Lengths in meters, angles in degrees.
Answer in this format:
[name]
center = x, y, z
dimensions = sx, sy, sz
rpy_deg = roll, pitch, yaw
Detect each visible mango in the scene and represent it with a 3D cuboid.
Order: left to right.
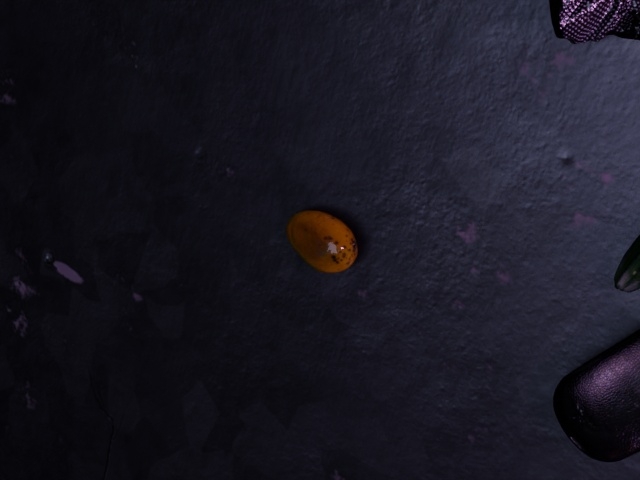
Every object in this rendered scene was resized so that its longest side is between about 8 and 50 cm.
[mango]
center = 0.000, 0.000, 1.482
dimensions = 0.114, 0.057, 0.078
rpy_deg = 27, 120, 32

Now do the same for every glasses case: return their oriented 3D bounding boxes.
[glasses case]
center = 0.401, 0.148, 1.256
dimensions = 0.314, 0.075, 0.122
rpy_deg = -41, 78, 33

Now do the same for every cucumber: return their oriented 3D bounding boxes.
[cucumber]
center = 0.374, 0.019, 1.258
dimensions = 0.048, 0.048, 0.105
rpy_deg = 42, 123, 16

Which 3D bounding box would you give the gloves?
[gloves]
center = 0.342, -0.280, 1.186
dimensions = 0.181, 0.106, 0.129
rpy_deg = -6, 102, 4
